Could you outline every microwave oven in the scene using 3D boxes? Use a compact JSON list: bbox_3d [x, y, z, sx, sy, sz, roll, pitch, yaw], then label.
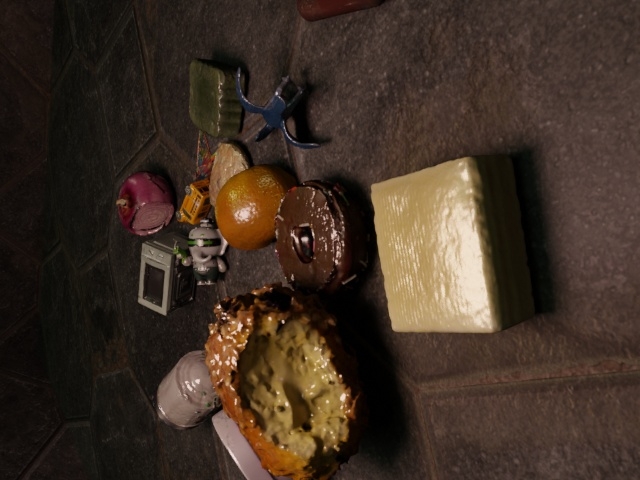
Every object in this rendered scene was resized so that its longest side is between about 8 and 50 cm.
[{"bbox_3d":[-0.461,0.099,1.848,0.122,0.162,0.208,21,114,22],"label":"microwave oven"}]

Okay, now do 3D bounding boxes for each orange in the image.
[{"bbox_3d":[-0.169,-0.075,1.446,0.237,0.158,0.179,-36,72,47],"label":"orange"}]

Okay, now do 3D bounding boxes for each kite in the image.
[{"bbox_3d":[-0.339,-0.231,1.769,0.183,0.014,0.241,-30,70,49],"label":"kite"}]

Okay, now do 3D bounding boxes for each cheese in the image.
[{"bbox_3d":[0.211,0.013,0.997,0.242,0.123,0.266,-11,87,56],"label":"cheese"}]

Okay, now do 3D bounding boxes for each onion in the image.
[{"bbox_3d":[-0.578,-0.133,1.971,0.201,0.200,0.207,57,156,31],"label":"onion"}]

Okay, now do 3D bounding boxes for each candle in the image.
[{"bbox_3d":[-0.352,0.416,1.740,0.330,0.187,0.187,-47,58,43],"label":"candle"}]

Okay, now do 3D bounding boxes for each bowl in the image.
[{"bbox_3d":[-0.116,0.491,1.420,0.287,0.143,0.287,51,167,16],"label":"bowl"}]

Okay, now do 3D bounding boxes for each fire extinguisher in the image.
[{"bbox_3d":[0.062,-0.489,1.170,0.267,0.072,0.089,13,69,51],"label":"fire extinguisher"}]

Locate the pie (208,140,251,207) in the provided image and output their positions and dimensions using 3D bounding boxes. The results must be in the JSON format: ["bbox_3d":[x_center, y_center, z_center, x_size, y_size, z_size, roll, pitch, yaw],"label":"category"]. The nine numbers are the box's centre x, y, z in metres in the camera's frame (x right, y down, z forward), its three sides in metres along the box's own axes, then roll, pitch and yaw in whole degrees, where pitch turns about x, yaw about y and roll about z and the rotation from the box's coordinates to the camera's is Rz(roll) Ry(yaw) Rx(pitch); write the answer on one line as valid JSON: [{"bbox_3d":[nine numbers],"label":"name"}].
[{"bbox_3d":[-0.239,-0.152,1.617,0.185,0.052,0.218,40,124,43],"label":"pie"}]

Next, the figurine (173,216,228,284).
[{"bbox_3d":[-0.327,0.030,1.711,0.147,0.126,0.193,-2,86,17],"label":"figurine"}]

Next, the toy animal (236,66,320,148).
[{"bbox_3d":[-0.096,-0.276,1.342,0.239,0.255,0.176,36,103,-2],"label":"toy animal"}]

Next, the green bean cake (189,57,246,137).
[{"bbox_3d":[-0.278,-0.378,1.602,0.183,0.094,0.185,33,120,45],"label":"green bean cake"}]

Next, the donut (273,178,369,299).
[{"bbox_3d":[0.000,0.000,1.288,0.269,0.103,0.270,7,99,54],"label":"donut"}]

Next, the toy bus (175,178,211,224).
[{"bbox_3d":[-0.364,-0.104,1.768,0.074,0.069,0.162,48,134,15],"label":"toy bus"}]

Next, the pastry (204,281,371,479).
[{"bbox_3d":[-0.066,0.275,1.239,0.405,0.292,0.337,58,169,0],"label":"pastry"}]
